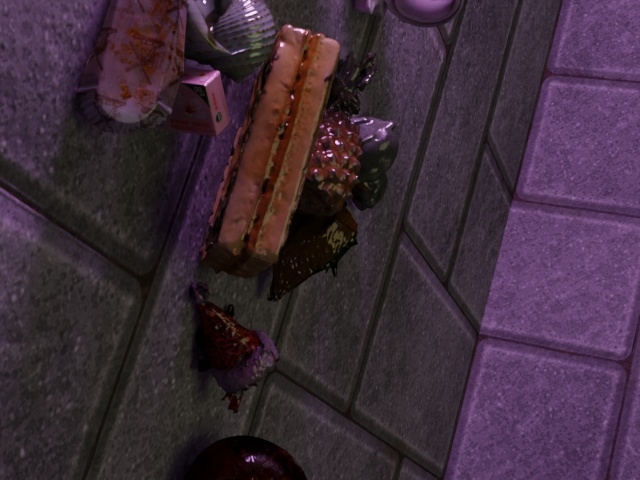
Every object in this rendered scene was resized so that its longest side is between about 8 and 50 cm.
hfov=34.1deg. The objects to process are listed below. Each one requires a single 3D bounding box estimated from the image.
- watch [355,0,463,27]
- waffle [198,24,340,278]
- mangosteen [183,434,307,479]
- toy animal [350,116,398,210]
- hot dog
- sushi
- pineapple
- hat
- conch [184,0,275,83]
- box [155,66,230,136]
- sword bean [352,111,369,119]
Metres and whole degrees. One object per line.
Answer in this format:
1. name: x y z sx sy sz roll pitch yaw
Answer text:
1. watch: 0.189 -0.551 2.127 0.196 0.231 0.244 -61 153 -32
2. waffle: -0.090 -0.131 1.682 0.261 0.114 0.376 153 -46 -73
3. mangosteen: -0.140 0.469 1.829 0.235 0.235 0.261 -68 -173 -26
4. toy animal: 0.103 -0.140 2.225 0.251 0.127 0.125 81 27 -43
5. hot dog: -0.246 -0.264 1.411 0.069 0.131 0.253 167 -65 -70
6. sushi: -0.001 0.000 2.008 0.140 0.149 0.287 78 26 -47
7. pineapple: 0.025 -0.212 1.969 0.361 0.175 0.175 -65 152 -29
8. hat: -0.170 0.164 1.782 0.140 0.129 0.227 -44 124 -20
9. conch: -0.160 -0.330 1.553 0.172 0.131 0.200 -16 79 -35
10. box: -0.200 -0.204 1.515 0.043 0.125 0.089 -55 144 -43
11. sword bean: 0.089 -0.268 2.277 0.083 0.012 0.012 -37 131 -60
